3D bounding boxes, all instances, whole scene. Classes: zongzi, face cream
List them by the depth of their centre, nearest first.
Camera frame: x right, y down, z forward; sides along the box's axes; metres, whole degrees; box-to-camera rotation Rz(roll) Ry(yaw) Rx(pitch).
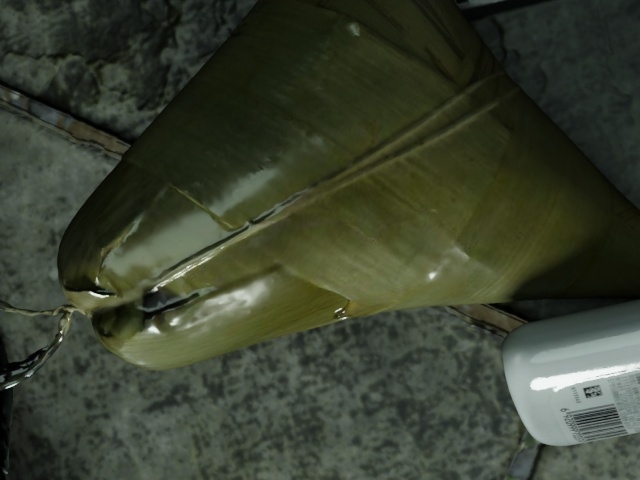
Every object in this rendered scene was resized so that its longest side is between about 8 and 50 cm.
[{"bbox_3d":[0.277,0.076,1.115,0.291,0.144,0.071,-14,58,16],"label":"face cream"},{"bbox_3d":[0.005,0.042,1.133,0.418,0.181,0.447,43,84,-3],"label":"zongzi"}]

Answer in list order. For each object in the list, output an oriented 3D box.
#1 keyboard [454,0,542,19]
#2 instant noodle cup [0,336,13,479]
[{"bbox_3d":[0.097,-0.212,1.229,0.230,0.025,0.094,-13,88,14],"label":"keyboard"},{"bbox_3d":[-0.394,0.114,1.250,0.181,0.258,0.302,-35,79,26],"label":"instant noodle cup"}]
